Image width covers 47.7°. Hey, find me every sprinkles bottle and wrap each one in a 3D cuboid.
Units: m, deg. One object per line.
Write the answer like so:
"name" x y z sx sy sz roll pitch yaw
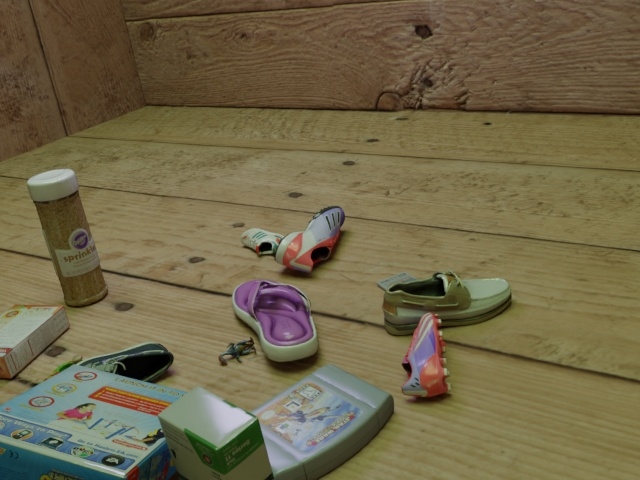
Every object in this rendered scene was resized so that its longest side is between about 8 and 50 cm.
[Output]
"sprinkles bottle" -0.664 -0.006 1.916 0.121 0.355 0.121 -7 23 3

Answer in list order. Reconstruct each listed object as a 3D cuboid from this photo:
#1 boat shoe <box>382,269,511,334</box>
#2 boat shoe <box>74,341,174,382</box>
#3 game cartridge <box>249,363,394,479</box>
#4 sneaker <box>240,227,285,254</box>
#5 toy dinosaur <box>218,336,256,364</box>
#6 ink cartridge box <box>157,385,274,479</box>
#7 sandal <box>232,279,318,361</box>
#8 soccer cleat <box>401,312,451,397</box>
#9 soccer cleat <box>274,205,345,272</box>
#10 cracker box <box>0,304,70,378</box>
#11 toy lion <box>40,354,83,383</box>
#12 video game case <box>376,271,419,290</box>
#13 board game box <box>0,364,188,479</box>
"boat shoe" 0.286 0.125 1.612 0.302 0.103 0.113 -14 25 -11
"boat shoe" -0.429 0.286 1.517 0.254 0.095 0.079 -15 12 -35
"game cartridge" -0.018 0.335 1.313 0.297 0.062 0.198 -26 25 -35
"sneaker" -0.177 0.006 2.092 0.161 0.057 0.075 10 24 30
"toy dinosaur" -0.185 0.248 1.604 0.082 0.047 0.090 -20 -8 -3
"ink cartridge box" -0.153 0.352 1.128 0.153 0.208 0.087 13 35 41
"sandal" -0.098 0.148 1.679 0.169 0.102 0.416 -10 21 -19
"soccer cleat" 0.205 0.224 1.456 0.095 0.083 0.248 -10 26 8
"soccer cleat" 0.000 0.000 2.020 0.116 0.108 0.318 28 34 19
"cracker box" -0.743 0.239 1.752 0.156 0.067 0.232 0 24 20
"toy lion" -0.570 0.303 1.602 0.096 0.034 0.100 -20 25 -6
"video game case" 0.206 0.114 1.778 0.087 0.011 0.122 -18 26 -22
"board game box" -0.388 0.334 1.247 0.308 0.086 0.302 10 13 16
